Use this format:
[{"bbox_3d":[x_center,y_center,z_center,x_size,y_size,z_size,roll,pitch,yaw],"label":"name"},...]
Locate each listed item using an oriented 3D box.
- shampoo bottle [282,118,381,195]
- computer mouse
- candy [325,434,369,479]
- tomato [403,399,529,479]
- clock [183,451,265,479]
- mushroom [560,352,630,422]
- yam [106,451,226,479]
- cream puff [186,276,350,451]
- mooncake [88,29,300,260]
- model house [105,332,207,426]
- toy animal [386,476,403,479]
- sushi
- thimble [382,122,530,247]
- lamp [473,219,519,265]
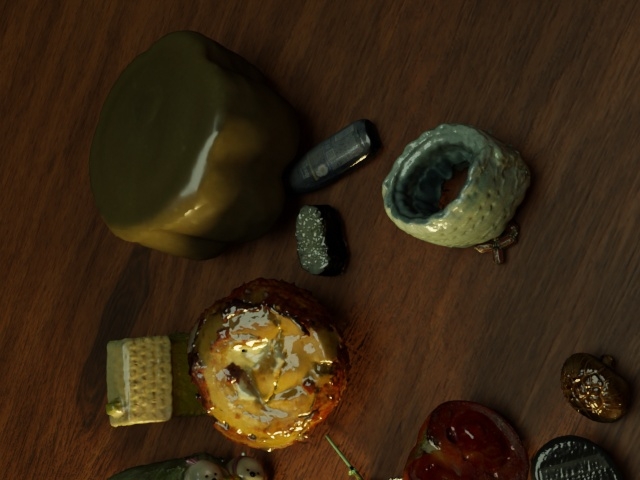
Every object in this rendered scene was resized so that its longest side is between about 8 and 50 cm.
[{"bbox_3d":[0.017,-0.162,1.931,0.234,0.049,0.087,-30,67,29],"label":"shampoo bottle"},{"bbox_3d":[0.439,0.451,1.550,0.147,0.088,0.264,-15,76,14],"label":"computer mouse"},{"bbox_3d":[0.061,0.447,1.841,0.184,0.049,0.055,47,155,35],"label":"candy"},{"bbox_3d":[0.245,0.408,1.643,0.200,0.139,0.233,30,61,6],"label":"tomato"},{"bbox_3d":[-0.192,0.504,1.897,0.103,0.231,0.144,-18,73,51],"label":"clock"},{"bbox_3d":[0.454,0.244,1.562,0.126,0.085,0.109,30,103,39],"label":"mushroom"},{"bbox_3d":[-0.336,0.569,2.013,0.300,0.195,0.195,-21,73,31],"label":"yam"},{"bbox_3d":[-0.101,0.233,1.860,0.350,0.229,0.350,2,99,14],"label":"cream puff"},{"bbox_3d":[-0.270,-0.191,1.986,0.467,0.262,0.467,-13,71,43],"label":"mooncake"},{"bbox_3d":[-0.355,0.296,2.027,0.175,0.234,0.193,-7,83,34],"label":"model house"},{"bbox_3d":[0.102,0.536,1.772,0.062,0.108,0.220,-130,48,-61],"label":"toy animal"},{"bbox_3d":[0.000,0.000,1.908,0.090,0.078,0.150,-23,73,37],"label":"sushi"},{"bbox_3d":[0.240,-0.099,1.683,0.250,0.172,0.205,-26,59,32],"label":"thimble"},{"bbox_3d":[0.326,-0.003,1.714,0.063,0.031,0.083,38,103,30],"label":"lamp"}]
